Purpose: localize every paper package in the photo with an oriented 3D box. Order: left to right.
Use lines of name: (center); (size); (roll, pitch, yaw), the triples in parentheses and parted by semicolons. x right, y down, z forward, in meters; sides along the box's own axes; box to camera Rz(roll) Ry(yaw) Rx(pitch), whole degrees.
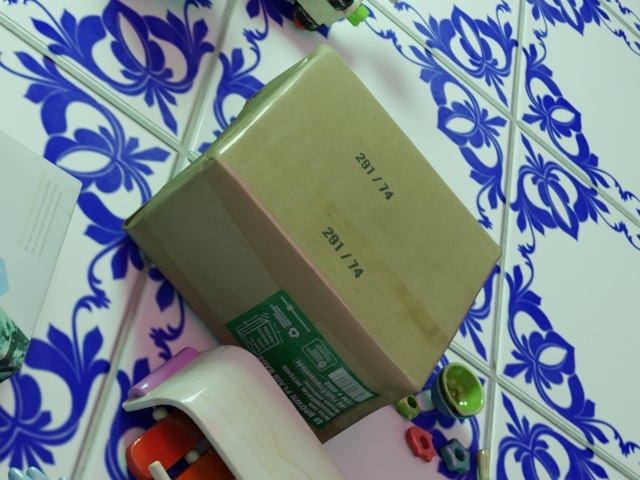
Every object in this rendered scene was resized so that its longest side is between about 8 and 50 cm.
paper package: (0.000, 0.000, 1.515); (0.325, 0.168, 0.309); (50, 39, -8)

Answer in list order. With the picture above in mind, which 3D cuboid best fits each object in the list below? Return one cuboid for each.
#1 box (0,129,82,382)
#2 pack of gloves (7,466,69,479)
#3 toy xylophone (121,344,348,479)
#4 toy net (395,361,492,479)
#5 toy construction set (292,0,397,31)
box: (-0.377, -0.044, 1.229); (0.322, 0.058, 0.232); (33, 42, -25)
pack of gloves: (-0.207, 0.284, 1.051); (0.195, 0.046, 0.232); (-25, 82, -52)
toy xylophone: (-0.067, 0.247, 1.324); (0.236, 0.081, 0.322); (-24, 82, -52)
toy net: (0.171, 0.257, 1.605); (0.122, 0.045, 0.232); (-9, 70, -50)
toy construction set: (-0.005, -0.403, 1.843); (0.328, 0.151, 0.215); (34, 40, -9)
